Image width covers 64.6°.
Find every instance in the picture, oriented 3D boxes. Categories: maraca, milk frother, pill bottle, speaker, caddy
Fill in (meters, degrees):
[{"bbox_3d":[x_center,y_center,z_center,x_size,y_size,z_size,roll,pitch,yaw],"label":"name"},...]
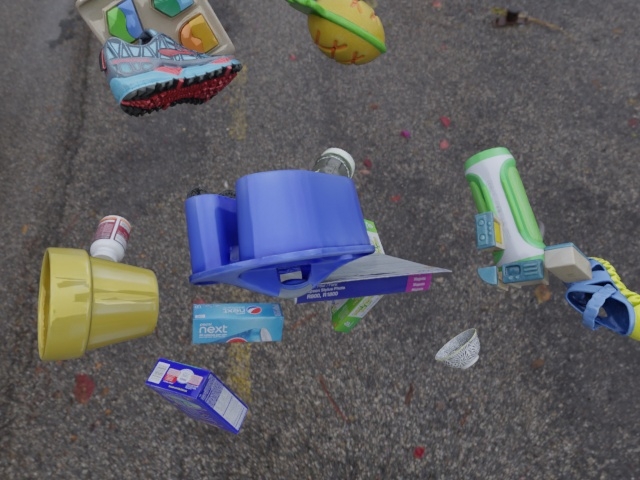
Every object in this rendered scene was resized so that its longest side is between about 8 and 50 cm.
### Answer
[{"bbox_3d":[0.025,-0.345,0.809,0.185,0.099,0.127,19,12,-29],"label":"maraca"},{"bbox_3d":[-0.301,-0.097,1.442,0.129,0.134,0.143,-43,95,-19],"label":"milk frother"},{"bbox_3d":[-0.565,0.009,1.359,0.086,0.086,0.152,-7,41,0],"label":"pill bottle"},{"bbox_3d":[0.446,-0.069,1.226,0.131,0.131,0.297,-13,77,-5],"label":"speaker"},{"bbox_3d":[-0.059,0.006,0.828,0.241,0.341,0.179,-14,84,34],"label":"caddy"}]

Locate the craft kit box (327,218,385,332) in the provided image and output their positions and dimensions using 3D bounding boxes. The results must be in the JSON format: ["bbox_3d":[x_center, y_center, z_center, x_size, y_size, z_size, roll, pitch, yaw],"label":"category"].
[{"bbox_3d":[0.101,0.104,1.514,0.060,0.250,0.247,18,39,-26],"label":"craft kit box"}]

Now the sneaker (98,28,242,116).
[{"bbox_3d":[-0.232,-0.292,0.817,0.125,0.104,0.262,58,37,-3],"label":"sneaker"}]

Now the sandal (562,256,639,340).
[{"bbox_3d":[0.671,0.130,1.255,0.138,0.126,0.317,0,20,-1],"label":"sandal"}]

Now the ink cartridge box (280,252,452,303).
[{"bbox_3d":[0.069,0.088,1.152,0.324,0.072,0.330,-3,7,-21],"label":"ink cartridge box"}]

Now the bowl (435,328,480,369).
[{"bbox_3d":[0.478,0.380,1.705,0.170,0.170,0.080,-36,85,-21],"label":"bowl"}]

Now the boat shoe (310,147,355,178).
[{"bbox_3d":[-0.015,-0.058,1.114,0.109,0.305,0.091,26,40,2],"label":"boat shoe"}]

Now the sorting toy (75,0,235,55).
[{"bbox_3d":[-0.274,-0.360,0.873,0.193,0.208,0.038,-34,38,-2],"label":"sorting toy"}]

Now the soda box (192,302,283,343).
[{"bbox_3d":[-0.197,0.196,1.206,0.210,0.071,0.067,1,24,-14],"label":"soda box"}]

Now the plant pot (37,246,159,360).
[{"bbox_3d":[-0.522,0.148,1.198,0.238,0.254,0.254,4,44,-33],"label":"plant pot"}]

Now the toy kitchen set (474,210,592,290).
[{"bbox_3d":[0.418,0.002,1.035,0.207,0.122,0.166,-14,64,38],"label":"toy kitchen set"}]

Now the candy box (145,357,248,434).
[{"bbox_3d":[-0.464,0.596,1.940,0.268,0.317,0.122,5,51,31],"label":"candy box"}]

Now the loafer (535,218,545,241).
[{"bbox_3d":[0.536,-0.019,1.446,0.130,0.134,0.366,7,19,5],"label":"loafer"}]
